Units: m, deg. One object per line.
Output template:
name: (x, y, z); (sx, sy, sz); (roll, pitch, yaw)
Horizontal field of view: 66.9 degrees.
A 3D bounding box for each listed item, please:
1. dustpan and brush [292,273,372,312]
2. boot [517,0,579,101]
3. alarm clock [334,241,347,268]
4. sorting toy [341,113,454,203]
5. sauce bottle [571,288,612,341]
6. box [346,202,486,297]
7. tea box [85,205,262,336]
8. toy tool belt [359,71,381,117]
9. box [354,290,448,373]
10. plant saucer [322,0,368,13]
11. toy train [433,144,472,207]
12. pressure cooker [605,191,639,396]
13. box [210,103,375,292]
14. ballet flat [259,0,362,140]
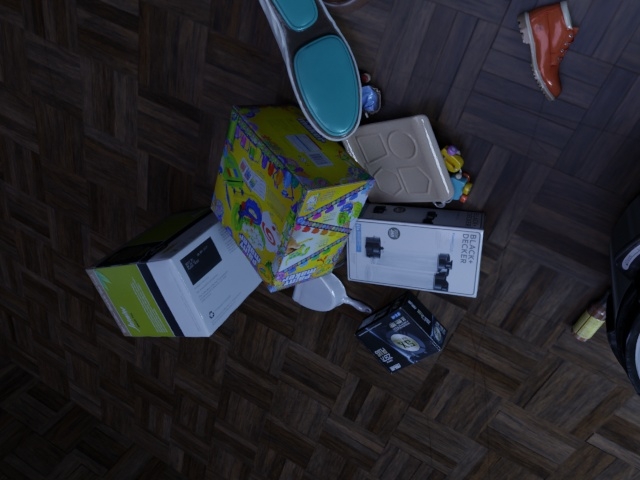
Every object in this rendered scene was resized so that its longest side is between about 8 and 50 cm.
dustpan and brush: (0.036, 0.149, 1.298); (0.211, 0.060, 0.147); (30, 130, 18)
boot: (0.394, -0.317, 0.814); (0.084, 0.059, 0.158); (-14, 110, 29)
alarm clock: (0.000, 0.000, 1.213); (0.192, 0.064, 0.129); (7, 121, 21)
sorting toy: (0.161, -0.165, 1.015); (0.208, 0.038, 0.193); (-1, 127, 44)
sauce bottle: (0.574, 0.156, 1.009); (0.042, 0.042, 0.128); (28, 129, 11)
box: (0.207, 0.016, 1.073); (0.290, 0.087, 0.169); (7, 119, 17)
tea box: (-0.351, 0.070, 1.277); (0.323, 0.329, 0.220); (-6, 115, 32)
toy tool belt: (0.094, -0.298, 0.990); (0.052, 0.051, 0.083); (-3, 116, 30)
box: (0.203, 0.237, 1.237); (0.147, 0.077, 0.180); (47, 129, -5)
plant saucer: (0.033, -0.516, 0.908); (0.168, 0.029, 0.168); (14, 124, 22)
toy train: (0.249, -0.150, 1.003); (0.125, 0.046, 0.166); (-4, 125, 52)
pressure cooker: (0.627, 0.095, 0.701); (0.370, 0.420, 0.375); (-1, 118, 28)
box: (-0.079, -0.099, 1.054); (0.290, 0.177, 0.279); (50, 135, 29)
ballet flat: (-0.029, -0.392, 0.961); (0.139, 0.139, 0.400); (-16, 106, 35)
